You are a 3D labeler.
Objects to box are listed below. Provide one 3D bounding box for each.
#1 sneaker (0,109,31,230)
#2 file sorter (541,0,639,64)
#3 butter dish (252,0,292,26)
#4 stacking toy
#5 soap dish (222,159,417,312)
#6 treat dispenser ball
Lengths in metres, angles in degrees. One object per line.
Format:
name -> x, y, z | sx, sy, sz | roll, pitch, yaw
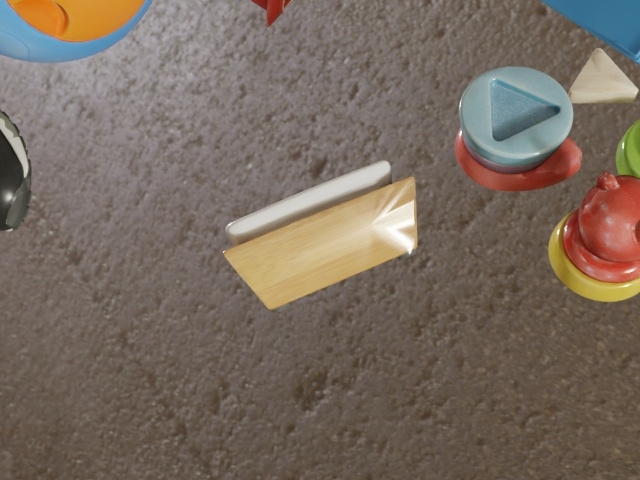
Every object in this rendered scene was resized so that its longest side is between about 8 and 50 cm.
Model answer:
sneaker -> -0.365, -0.090, 0.649 | 0.283, 0.124, 0.107 | 37, 119, 24
file sorter -> 0.273, -0.237, 0.683 | 0.170, 0.104, 0.118 | 49, 116, 34
butter dish -> -0.091, -0.488, 1.349 | 0.118, 0.160, 0.160 | 25, 52, 8
stacking toy -> 0.330, -0.121, 0.897 | 0.279, 0.130, 0.309 | -35, 66, -12
soap dish -> 0.000, 0.000, 0.985 | 0.229, 0.291, 0.118 | -23, 89, -4
treat dispenser ball -> -0.324, -0.352, 0.883 | 0.288, 0.288, 0.288 | -18, 61, 36
